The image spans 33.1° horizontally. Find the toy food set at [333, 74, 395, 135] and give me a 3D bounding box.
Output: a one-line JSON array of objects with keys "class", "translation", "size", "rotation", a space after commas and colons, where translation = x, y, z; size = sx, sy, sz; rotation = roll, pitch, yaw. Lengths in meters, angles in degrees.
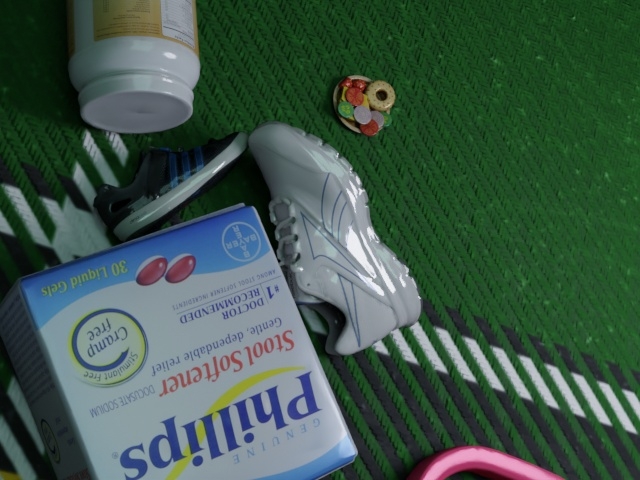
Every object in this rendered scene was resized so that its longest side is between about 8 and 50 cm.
[{"class": "toy food set", "translation": [0.055, -0.173, 1.373], "size": [0.083, 0.020, 0.083], "rotation": [19, 67, -19]}]

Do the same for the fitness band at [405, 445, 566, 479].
[{"class": "fitness band", "translation": [0.216, 0.361, 1.263], "size": [0.291, 0.054, 0.209], "rotation": [25, 62, -17]}]

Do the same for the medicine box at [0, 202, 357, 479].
[{"class": "medicine box", "translation": [-0.148, 0.147, 1.100], "size": [0.263, 0.149, 0.289], "rotation": [-20, 82, -29]}]

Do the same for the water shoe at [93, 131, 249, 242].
[{"class": "water shoe", "translation": [-0.164, -0.081, 1.210], "size": [0.080, 0.073, 0.203], "rotation": [48, 58, 1]}]

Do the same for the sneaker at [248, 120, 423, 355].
[{"class": "sneaker", "translation": [0.000, 0.000, 1.231], "size": [0.129, 0.111, 0.297], "rotation": [-36, 99, -22]}]

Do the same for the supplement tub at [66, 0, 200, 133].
[{"class": "supplement tub", "translation": [-0.209, -0.233, 1.196], "size": [0.144, 0.144, 0.200], "rotation": [2, 73, -25]}]
